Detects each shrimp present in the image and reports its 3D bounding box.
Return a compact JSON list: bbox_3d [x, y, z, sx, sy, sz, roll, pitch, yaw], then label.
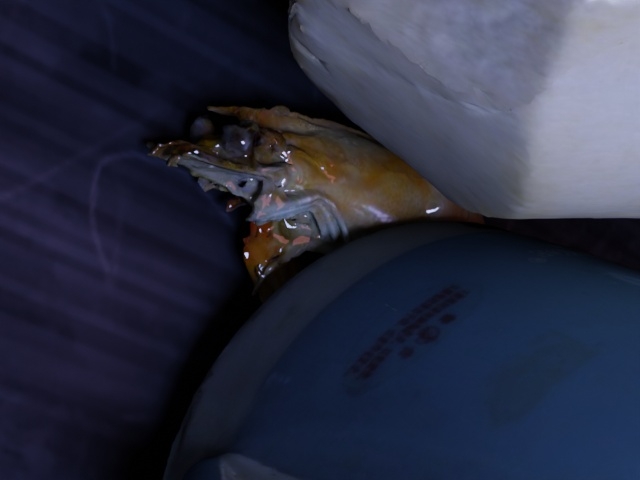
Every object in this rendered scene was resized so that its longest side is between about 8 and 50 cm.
[{"bbox_3d":[0.000,0.000,0.760,0.180,0.041,0.099,28,87,-43],"label":"shrimp"}]

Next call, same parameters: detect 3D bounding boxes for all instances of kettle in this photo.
[{"bbox_3d":[0.108,0.140,0.631,0.319,0.342,0.247,8,96,-40],"label":"kettle"}]

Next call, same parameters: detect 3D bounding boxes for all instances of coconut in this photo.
[{"bbox_3d":[0.135,-0.148,0.680,0.323,0.323,0.323,-2,93,-45],"label":"coconut"}]
